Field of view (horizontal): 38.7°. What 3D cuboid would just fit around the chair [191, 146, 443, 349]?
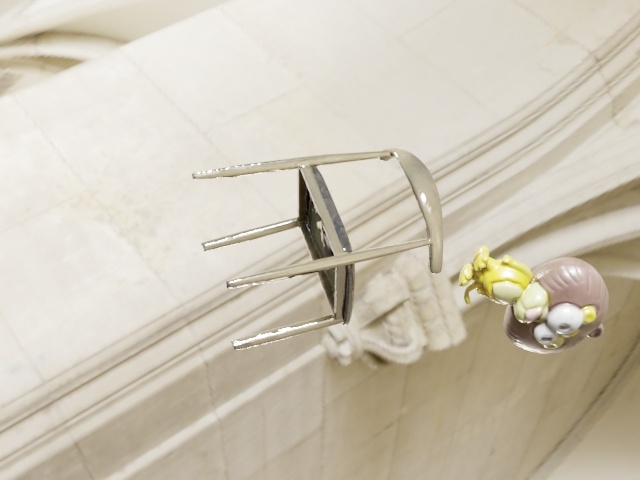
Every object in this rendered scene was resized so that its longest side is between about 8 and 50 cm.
[{"bbox_3d":[0.000,0.000,1.111,0.166,0.272,0.188,93,-20,-57],"label":"chair"}]

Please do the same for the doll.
[{"bbox_3d":[0.257,0.078,1.107,0.096,0.188,0.145,-85,-179,-52],"label":"doll"}]
